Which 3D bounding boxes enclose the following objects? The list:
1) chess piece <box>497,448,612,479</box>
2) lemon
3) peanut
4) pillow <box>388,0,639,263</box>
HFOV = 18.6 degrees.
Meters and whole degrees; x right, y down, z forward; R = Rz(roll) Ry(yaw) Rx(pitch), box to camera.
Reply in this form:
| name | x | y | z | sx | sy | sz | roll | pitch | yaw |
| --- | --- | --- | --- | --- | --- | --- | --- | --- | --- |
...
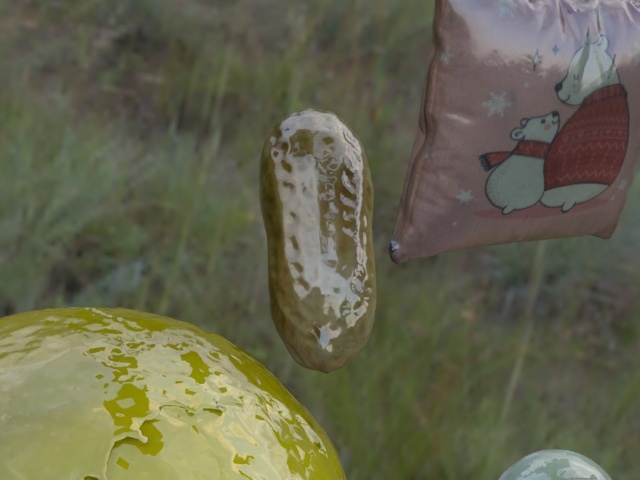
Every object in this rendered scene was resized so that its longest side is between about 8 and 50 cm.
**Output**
| name | x | y | z | sx | sy | sz | roll | pitch | yaw |
| --- | --- | --- | --- | --- | --- | --- | --- | --- | --- |
| chess piece | 0.186 | 0.227 | 1.368 | 0.144 | 0.144 | 0.251 | 10 | 15 | -9 |
| lemon | -0.129 | 0.172 | 0.992 | 0.297 | 0.297 | 0.297 | 12 | 23 | -5 |
| peanut | 0.000 | 0.000 | 1.617 | 0.095 | 0.226 | 0.108 | -6 | -16 | 3 |
| pillow | 0.162 | -0.089 | 1.464 | 0.236 | 0.223 | 0.084 | -2 | 28 | -32 |
